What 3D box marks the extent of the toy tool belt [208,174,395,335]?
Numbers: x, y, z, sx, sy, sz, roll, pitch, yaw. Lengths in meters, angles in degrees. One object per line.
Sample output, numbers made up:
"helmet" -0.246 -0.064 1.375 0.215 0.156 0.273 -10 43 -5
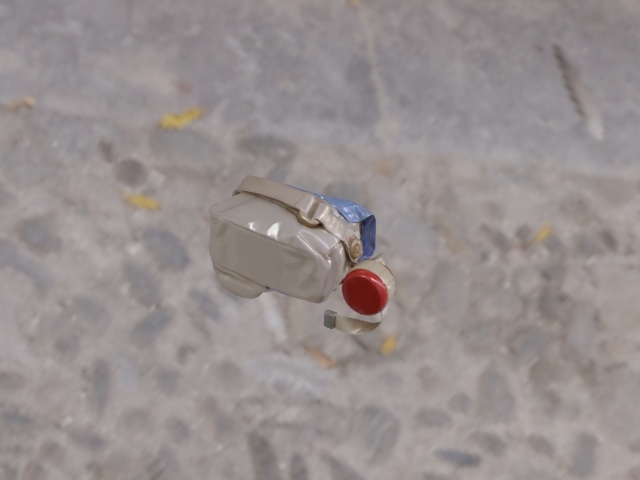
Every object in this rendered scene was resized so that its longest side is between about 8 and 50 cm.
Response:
"toy tool belt" 0.000 0.000 0.705 0.083 0.052 0.051 18 34 23
